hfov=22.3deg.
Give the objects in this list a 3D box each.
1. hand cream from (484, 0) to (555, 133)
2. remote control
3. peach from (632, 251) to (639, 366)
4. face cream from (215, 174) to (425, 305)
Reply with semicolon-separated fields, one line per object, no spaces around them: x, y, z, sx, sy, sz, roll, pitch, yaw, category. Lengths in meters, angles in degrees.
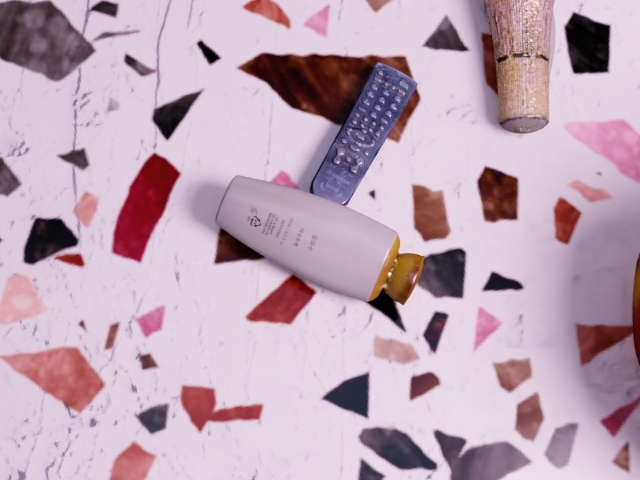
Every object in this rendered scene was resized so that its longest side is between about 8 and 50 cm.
0.183;-0.195;1.479;0.084;0.084;0.203;0;77;-6;hand cream
0.035;-0.090;1.455;0.043;0.027;0.152;26;70;10;remote control
0.418;0.074;1.312;0.308;0.308;0.332;-33;95;-14;peach
0.000;0.000;1.405;0.182;0.051;0.072;23;102;3;face cream
